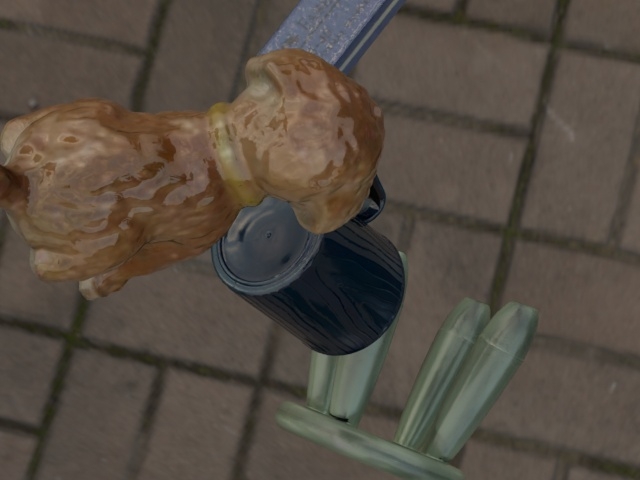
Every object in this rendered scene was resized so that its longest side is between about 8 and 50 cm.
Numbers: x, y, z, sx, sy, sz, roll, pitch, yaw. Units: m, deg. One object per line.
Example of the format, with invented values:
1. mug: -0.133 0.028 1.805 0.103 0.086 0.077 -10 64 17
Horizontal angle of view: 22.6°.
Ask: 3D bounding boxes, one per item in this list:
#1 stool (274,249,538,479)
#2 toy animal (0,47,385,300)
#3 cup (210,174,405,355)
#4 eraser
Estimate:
1. stool: 0.076 0.122 1.544 0.195 0.195 0.198 21 86 -12
2. toy animal: -0.066 -0.040 0.797 0.185 0.184 0.104 -9 81 13
3. cup: -0.010 0.003 1.323 0.113 0.138 0.150 -7 65 28
4. eraser: 0.018 -0.216 1.568 0.082 0.036 0.225 40 92 30
